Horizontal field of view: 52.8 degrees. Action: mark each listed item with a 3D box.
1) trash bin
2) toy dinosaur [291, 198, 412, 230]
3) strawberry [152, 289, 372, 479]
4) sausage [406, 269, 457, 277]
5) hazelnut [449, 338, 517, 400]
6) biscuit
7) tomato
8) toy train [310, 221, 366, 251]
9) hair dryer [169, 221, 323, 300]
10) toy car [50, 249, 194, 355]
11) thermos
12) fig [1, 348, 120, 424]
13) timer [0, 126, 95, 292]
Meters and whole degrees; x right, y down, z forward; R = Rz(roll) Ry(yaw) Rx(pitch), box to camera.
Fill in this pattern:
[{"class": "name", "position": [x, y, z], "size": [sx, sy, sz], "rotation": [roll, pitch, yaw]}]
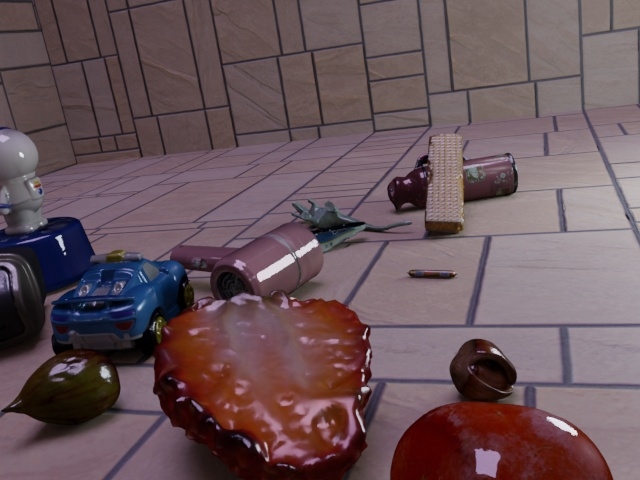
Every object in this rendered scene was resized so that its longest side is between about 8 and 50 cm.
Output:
[{"class": "trash bin", "position": [-0.648, 0.109, 1.257], "size": [0.209, 0.182, 0.290], "rotation": [-15, 12, -14]}, {"class": "toy dinosaur", "position": [0.034, -0.058, 1.604], "size": [0.129, 0.076, 0.383], "rotation": [8, 7, -45]}, {"class": "strawberry", "position": [-0.059, 0.190, 0.766], "size": [0.265, 0.149, 0.336], "rotation": [-7, 26, -18]}, {"class": "sausage", "position": [0.212, 0.063, 1.227], "size": [0.100, 0.015, 0.015], "rotation": [0, 19, 28]}, {"class": "hazelnut", "position": [0.205, 0.164, 0.808], "size": [0.086, 0.086, 0.086], "rotation": [-8, 17, 3]}, {"class": "biscuit", "position": [0.304, -0.147, 1.572], "size": [0.094, 0.054, 0.379], "rotation": [1, 41, 10]}, {"class": "tomato", "position": [0.152, 0.212, 0.547], "size": [0.187, 0.151, 0.187], "rotation": [-8, 11, 2]}, {"class": "toy train", "position": [0.000, 0.000, 1.485], "size": [0.233, 0.051, 0.052], "rotation": [-12, 17, -20]}, {"class": "hair dryer", "position": [-0.193, 0.053, 1.289], "size": [0.352, 0.125, 0.210], "rotation": [2, 21, 35]}, {"class": "toy car", "position": [-0.354, 0.096, 1.172], "size": [0.198, 0.166, 0.314], "rotation": [-3, 17, 8]}, {"class": "thermos", "position": [0.338, -0.164, 1.696], "size": [0.330, 0.136, 0.109], "rotation": [-9, 13, 0]}, {"class": "fig", "position": [-0.361, 0.210, 0.897], "size": [0.109, 0.103, 0.154], "rotation": [-24, -6, 42]}, {"class": "timer", "position": [-0.715, -0.079, 1.544], "size": [0.270, 0.384, 0.270], "rotation": [-9, 16, 3]}]
